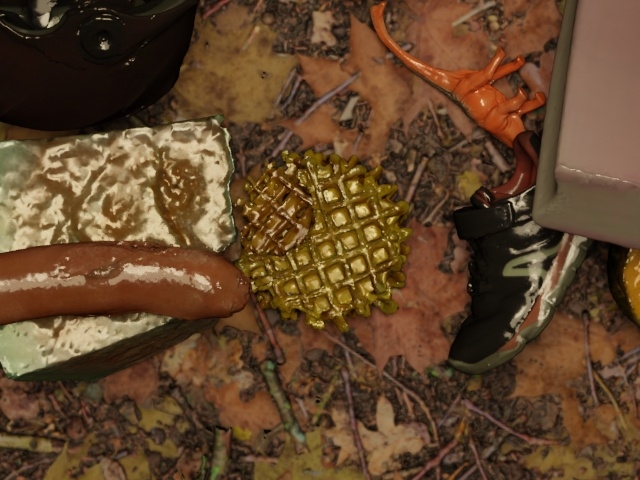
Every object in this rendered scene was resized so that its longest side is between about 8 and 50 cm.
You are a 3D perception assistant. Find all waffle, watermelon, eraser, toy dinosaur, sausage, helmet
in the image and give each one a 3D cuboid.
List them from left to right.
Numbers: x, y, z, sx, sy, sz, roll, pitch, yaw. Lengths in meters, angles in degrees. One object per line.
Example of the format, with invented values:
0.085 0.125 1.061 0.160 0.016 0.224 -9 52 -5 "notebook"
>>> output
-0.248 -0.207 1.673 0.305 0.225 0.177 3 120 2 "helmet"
-0.232 0.044 1.598 0.326 0.079 0.087 -4 65 -8 "sausage"
-0.227 0.013 1.717 0.302 0.151 0.264 -11 87 -9 "watermelon"
0.000 0.000 1.740 0.197 0.070 0.193 7 93 0 "waffle"
0.172 -0.169 1.738 0.101 0.055 0.279 -40 94 25 "toy dinosaur"
0.371 -0.160 1.620 0.272 0.122 0.359 11 59 0 "eraser"

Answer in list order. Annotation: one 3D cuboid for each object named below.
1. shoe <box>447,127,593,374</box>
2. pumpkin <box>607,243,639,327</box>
0.201 0.006 1.707 0.137 0.114 0.291 27 93 -9 "shoe"
0.463 0.053 1.699 0.317 0.139 0.222 41 96 2 "pumpkin"
